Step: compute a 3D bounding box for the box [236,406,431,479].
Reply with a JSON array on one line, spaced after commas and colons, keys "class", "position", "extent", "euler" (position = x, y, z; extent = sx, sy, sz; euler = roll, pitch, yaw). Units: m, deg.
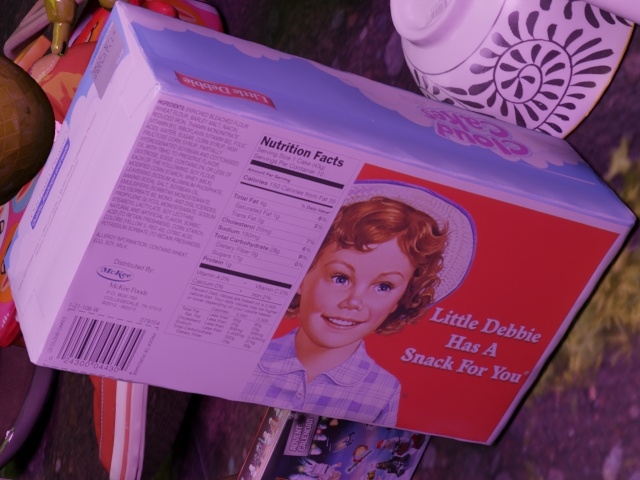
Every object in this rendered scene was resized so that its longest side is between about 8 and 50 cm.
[{"class": "box", "position": [0.005, 0.128, 0.870], "extent": [0.137, 0.094, 0.027], "euler": [-67, 30, 17]}]

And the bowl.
[{"class": "bowl", "position": [0.090, -0.135, 0.850], "extent": [0.170, 0.080, 0.170], "euler": [-34, 49, 51]}]

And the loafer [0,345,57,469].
[{"class": "loafer", "position": [-0.322, 0.040, 1.445], "extent": [0.134, 0.130, 0.366], "euler": [-38, 47, 48]}]

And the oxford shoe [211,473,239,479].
[{"class": "oxford shoe", "position": [-0.089, 0.194, 1.007], "extent": [0.227, 0.096, 0.083], "euler": [-32, 50, 50]}]

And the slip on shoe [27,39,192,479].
[{"class": "slip on shoe", "position": [-0.143, 0.018, 1.077], "extent": [0.123, 0.101, 0.331], "euler": [-51, -38, -61]}]

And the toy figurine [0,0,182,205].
[{"class": "toy figurine", "position": [-0.053, -0.035, 0.891], "extent": [0.217, 0.362, 0.191], "euler": [15, 72, 36]}]

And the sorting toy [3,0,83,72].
[{"class": "sorting toy", "position": [-0.180, -0.245, 1.248], "extent": [0.196, 0.047, 0.348], "euler": [-26, 29, 52]}]

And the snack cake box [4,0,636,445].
[{"class": "snack cake box", "position": [0.000, 0.000, 0.758], "extent": [0.152, 0.264, 0.089], "euler": [-62, 32, 23]}]

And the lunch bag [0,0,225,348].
[{"class": "lunch bag", "position": [-0.177, -0.068, 1.263], "extent": [0.293, 0.120, 0.258], "euler": [-49, 35, 36]}]

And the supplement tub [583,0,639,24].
[{"class": "supplement tub", "position": [0.176, -0.241, 0.592], "extent": [0.228, 0.228, 0.316], "euler": [48, 119, 56]}]

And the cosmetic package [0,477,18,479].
[{"class": "cosmetic package", "position": [-0.216, 0.294, 1.122], "extent": [0.309, 0.160, 0.113], "euler": [47, 119, 58]}]
